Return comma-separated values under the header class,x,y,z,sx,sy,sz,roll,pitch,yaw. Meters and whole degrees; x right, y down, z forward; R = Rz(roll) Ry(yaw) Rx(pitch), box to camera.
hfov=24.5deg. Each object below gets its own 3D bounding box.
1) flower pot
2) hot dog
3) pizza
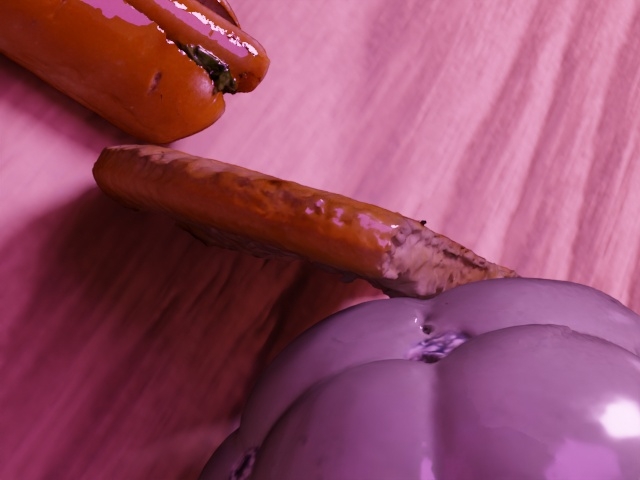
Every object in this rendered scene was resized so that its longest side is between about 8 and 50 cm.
class,x,y,z,sx,sy,sz,roll,pitch,yaw
flower pot,0.064,0.137,0.570,0.195,0.246,0.246,-32,88,-41
hot dog,-0.133,-0.137,0.677,0.249,0.068,0.100,33,49,-23
pizza,0.000,0.000,0.673,0.262,0.181,0.034,20,86,-59
